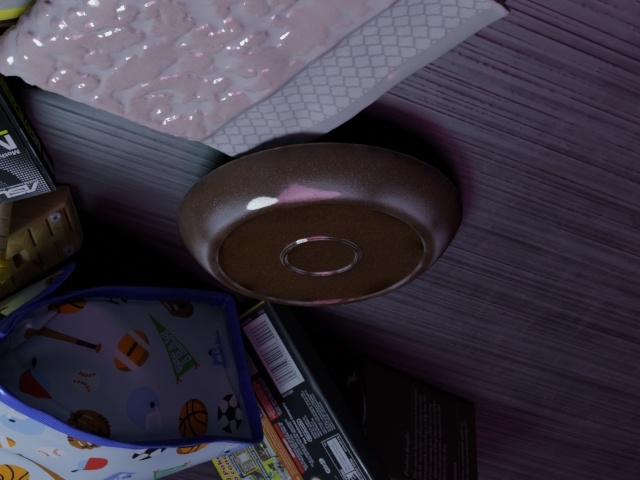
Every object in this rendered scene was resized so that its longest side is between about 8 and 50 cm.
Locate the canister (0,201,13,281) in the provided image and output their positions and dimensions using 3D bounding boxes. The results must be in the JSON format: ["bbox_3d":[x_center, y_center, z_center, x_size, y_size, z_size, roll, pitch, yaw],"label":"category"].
[{"bbox_3d":[-0.370,-0.049,1.013,0.126,0.170,0.073,7,178,-1],"label":"canister"}]

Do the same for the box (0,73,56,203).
[{"bbox_3d":[-0.355,-0.085,0.890,0.191,0.045,0.184,-14,147,-3],"label":"box"}]

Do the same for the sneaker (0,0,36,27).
[{"bbox_3d":[-0.398,-0.191,0.866,0.385,0.145,0.147,-11,138,20],"label":"sneaker"}]

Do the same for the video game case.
[{"bbox_3d":[-0.068,0.237,1.305,0.248,0.035,0.275,-35,83,38],"label":"video game case"}]

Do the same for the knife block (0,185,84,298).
[{"bbox_3d":[-0.447,-0.021,1.145,0.276,0.242,0.088,-35,149,-23],"label":"knife block"}]

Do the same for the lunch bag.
[{"bbox_3d":[-0.320,0.182,1.179,0.328,0.239,0.385,-27,160,33],"label":"lunch bag"}]

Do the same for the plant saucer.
[{"bbox_3d":[0.000,0.000,1.086,0.311,0.050,0.310,-2,150,-1],"label":"plant saucer"}]

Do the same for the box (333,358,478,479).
[{"bbox_3d":[0.091,0.299,1.396,0.203,0.168,0.167,27,136,-24],"label":"box"}]

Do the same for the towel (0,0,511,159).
[{"bbox_3d":[-0.050,-0.181,0.842,0.332,0.053,0.317,-30,147,34],"label":"towel"}]
